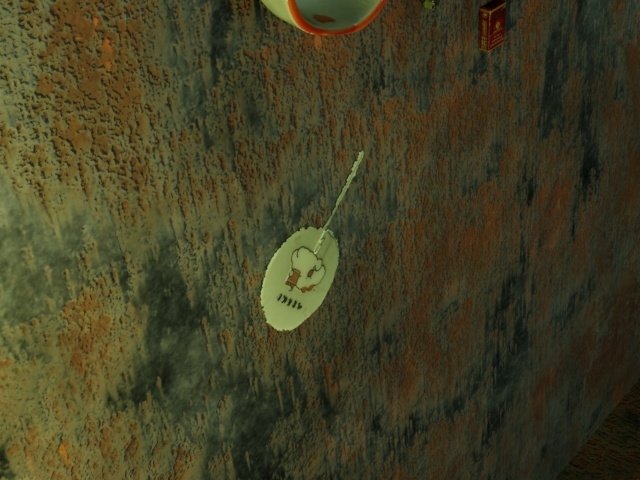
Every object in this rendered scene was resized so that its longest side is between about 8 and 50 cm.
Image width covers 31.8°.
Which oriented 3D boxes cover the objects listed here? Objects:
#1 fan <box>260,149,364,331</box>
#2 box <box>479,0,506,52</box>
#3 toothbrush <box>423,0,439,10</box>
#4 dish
[{"bbox_3d":[0.001,0.000,1.845,0.190,0.009,0.329,30,86,-55],"label":"fan"},{"bbox_3d":[0.306,-0.382,1.997,0.051,0.023,0.082,-35,136,-37],"label":"box"},{"bbox_3d":[0.157,-0.429,1.665,0.041,0.040,0.364,-59,167,-8],"label":"toothbrush"},{"bbox_3d":[-0.004,-0.401,1.492,0.256,0.117,0.256,-30,132,-39],"label":"dish"}]
